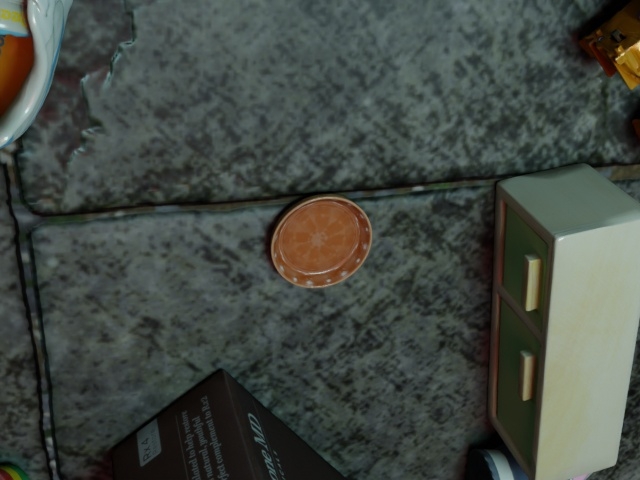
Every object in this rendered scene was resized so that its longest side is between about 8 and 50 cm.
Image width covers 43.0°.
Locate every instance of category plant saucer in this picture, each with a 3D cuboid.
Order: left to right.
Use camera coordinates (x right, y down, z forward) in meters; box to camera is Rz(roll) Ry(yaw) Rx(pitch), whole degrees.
[{"bbox_3d":[0.000,0.000,0.649,0.083,0.013,0.083,-8,121,-14],"label":"plant saucer"}]

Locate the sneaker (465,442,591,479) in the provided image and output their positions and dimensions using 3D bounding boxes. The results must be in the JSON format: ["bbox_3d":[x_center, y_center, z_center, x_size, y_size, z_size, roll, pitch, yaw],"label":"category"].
[{"bbox_3d":[0.230,0.343,0.868,0.131,0.112,0.319,-11,123,-9],"label":"sneaker"}]

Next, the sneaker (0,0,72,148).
[{"bbox_3d":[-0.171,-0.159,0.452,0.087,0.092,0.228,7,116,-20],"label":"sneaker"}]

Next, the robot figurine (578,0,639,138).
[{"bbox_3d":[0.350,-0.195,0.606,0.291,0.085,0.211,-41,124,8],"label":"robot figurine"}]

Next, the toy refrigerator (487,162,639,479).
[{"bbox_3d":[0.205,0.080,0.710,0.094,0.102,0.269,-12,123,-11],"label":"toy refrigerator"}]

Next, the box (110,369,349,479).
[{"bbox_3d":[-0.006,0.307,0.724,0.143,0.191,0.381,-39,124,6],"label":"box"}]

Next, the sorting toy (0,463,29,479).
[{"bbox_3d":[-0.277,0.329,0.655,0.132,0.046,0.274,-16,83,20],"label":"sorting toy"}]
